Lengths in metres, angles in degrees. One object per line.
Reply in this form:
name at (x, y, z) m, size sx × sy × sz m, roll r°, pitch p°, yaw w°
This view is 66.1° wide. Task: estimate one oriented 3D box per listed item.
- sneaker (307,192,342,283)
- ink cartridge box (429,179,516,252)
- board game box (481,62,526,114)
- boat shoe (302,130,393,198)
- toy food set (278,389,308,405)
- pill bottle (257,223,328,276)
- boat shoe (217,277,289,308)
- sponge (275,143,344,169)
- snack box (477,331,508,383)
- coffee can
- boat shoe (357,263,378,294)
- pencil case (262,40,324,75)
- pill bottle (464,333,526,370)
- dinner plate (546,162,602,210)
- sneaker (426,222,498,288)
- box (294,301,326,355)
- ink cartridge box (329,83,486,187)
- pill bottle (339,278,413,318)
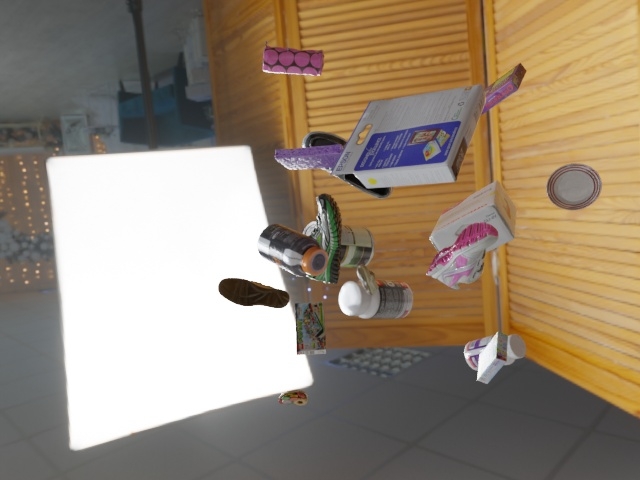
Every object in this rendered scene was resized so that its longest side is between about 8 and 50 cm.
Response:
sneaker at (0.000, 0.000, 1.724) m, size 0.146 × 0.343 × 0.134 m, roll 4°, pitch -155°, yaw 5°
ink cartridge box at (0.620, -0.069, 1.976) m, size 0.279 × 0.160 × 0.385 m, roll -31°, pitch -175°, yaw 29°
board game box at (0.611, -0.523, 1.884) m, size 0.347 × 0.056 × 0.208 m, roll -33°, pitch -171°, yaw 45°
boat shoe at (0.093, -0.246, 1.562) m, size 0.335 × 0.121 × 0.119 m, roll 29°, pitch -174°, yaw -2°
toy food set at (-0.076, 0.443, 1.384) m, size 0.083 × 0.020 × 0.083 m, roll -2°, pitch 142°, yaw -6°
pill bottle at (-0.085, 0.036, 1.574) m, size 0.130 × 0.130 × 0.246 m, roll -10°, pitch -159°, yaw -39°
boat shoe at (-0.317, 0.246, 2.274) m, size 0.341 × 0.121 × 0.110 m, roll 18°, pitch 176°, yaw -23°
sponge at (-0.019, -0.245, 1.466) m, size 0.210 × 0.031 × 0.117 m, roll -1°, pitch 169°, yaw 22°
snack box at (0.529, 0.362, 1.515) m, size 0.037 × 0.141 × 0.100 m, roll 19°, pitch -134°, yaw 4°
coffee can at (0.079, 0.022, 2.246) m, size 0.275 × 0.201 × 0.201 m, roll 5°, pitch 179°, yaw -34°
boat shoe at (0.160, 0.123, 1.640) m, size 0.045 × 0.135 × 0.050 m, roll -38°, pitch -137°, yaw -17°
pencil case at (-0.088, -0.608, 1.654) m, size 0.209 × 0.095 × 0.098 m, roll 9°, pitch -146°, yaw 6°
pill bottle at (0.605, 0.383, 1.702) m, size 0.108 × 0.108 × 0.193 m, roll -9°, pitch 164°, yaw -35°
dinner plate at (0.720, -0.151, 1.401) m, size 0.141 × 0.141 × 0.017 m, roll -2°, pitch 166°, yaw 30°
sneaker at (0.396, 0.046, 1.313) m, size 0.103 × 0.111 × 0.252 m, roll -54°, pitch -179°, yaw -37°
box at (-0.039, 0.333, 1.874) m, size 0.114 × 0.207 × 0.036 m, roll -4°, pitch 141°, yaw -1°
ink cartridge box at (0.216, -0.252, 1.208) m, size 0.307 × 0.072 × 0.303 m, roll 0°, pitch -131°, yaw 37°
pill bottle at (0.227, 0.238, 2.007) m, size 0.283 × 0.161 × 0.161 m, roll 7°, pitch 177°, yaw -37°
